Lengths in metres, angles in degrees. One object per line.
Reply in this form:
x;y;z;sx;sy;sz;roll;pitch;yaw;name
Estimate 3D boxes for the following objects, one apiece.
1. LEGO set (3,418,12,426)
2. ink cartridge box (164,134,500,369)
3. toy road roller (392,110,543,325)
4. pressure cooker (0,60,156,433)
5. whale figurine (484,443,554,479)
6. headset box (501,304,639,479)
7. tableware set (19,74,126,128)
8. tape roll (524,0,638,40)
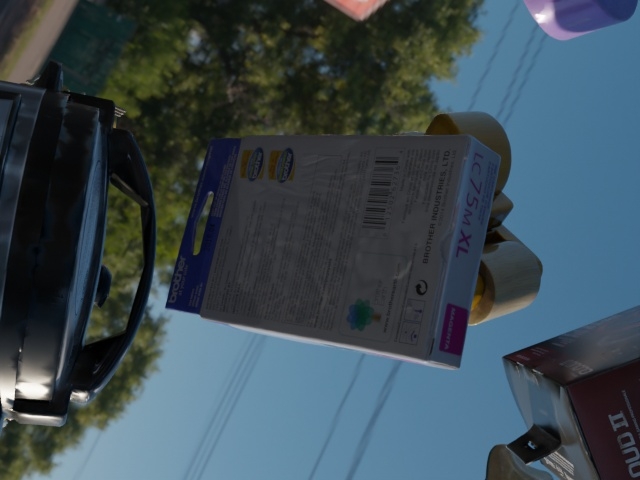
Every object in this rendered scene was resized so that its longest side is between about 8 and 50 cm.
-0.504;0.247;1.453;0.107;0.132;0.287;100;-7;-58;LEGO set
0.000;0.000;0.871;0.311;0.065;0.186;6;-101;38;ink cartridge box
0.224;-0.054;1.522;0.329;0.202;0.240;49;-52;26;toy road roller
-0.389;-0.004;1.042;0.375;0.420;0.370;-107;-149;-62;pressure cooker
0.204;0.410;1.328;0.272;0.216;0.141;-58;-170;-9;whale figurine
0.286;0.109;0.759;0.293;0.110;0.218;-20;179;-2;headset box
-0.365;-0.192;1.402;0.104;0.154;0.024;-70;-178;-65;tableware set
0.305;-0.343;1.162;0.080;0.189;0.189;-13;-134;40;tape roll
